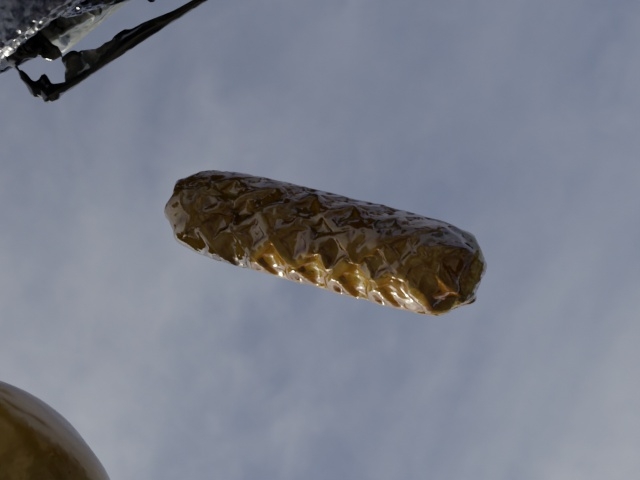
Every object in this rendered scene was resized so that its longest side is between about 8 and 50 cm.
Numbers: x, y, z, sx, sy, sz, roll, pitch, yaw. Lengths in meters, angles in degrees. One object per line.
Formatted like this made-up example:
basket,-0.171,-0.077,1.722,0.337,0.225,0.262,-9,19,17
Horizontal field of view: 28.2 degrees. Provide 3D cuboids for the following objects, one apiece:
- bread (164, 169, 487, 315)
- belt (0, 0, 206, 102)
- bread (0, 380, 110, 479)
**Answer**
bread,0.000,0.000,0.582,0.052,0.157,0.044,3,-80,-64
belt,-0.098,-0.160,0.607,0.230,0.139,0.126,-29,-82,18
bread,-0.204,0.176,0.653,0.217,0.098,0.147,-45,-58,-11
